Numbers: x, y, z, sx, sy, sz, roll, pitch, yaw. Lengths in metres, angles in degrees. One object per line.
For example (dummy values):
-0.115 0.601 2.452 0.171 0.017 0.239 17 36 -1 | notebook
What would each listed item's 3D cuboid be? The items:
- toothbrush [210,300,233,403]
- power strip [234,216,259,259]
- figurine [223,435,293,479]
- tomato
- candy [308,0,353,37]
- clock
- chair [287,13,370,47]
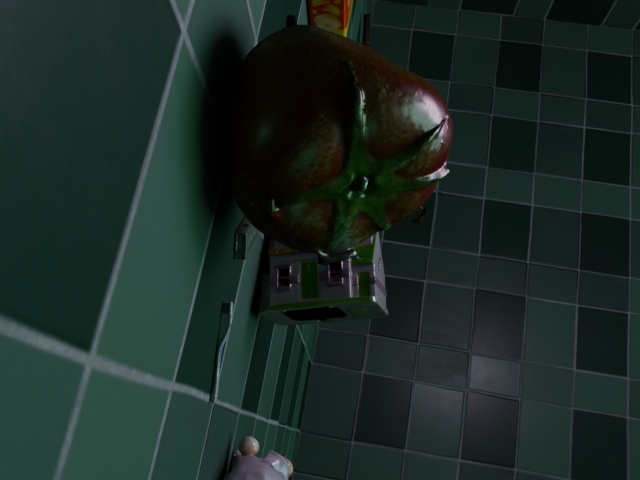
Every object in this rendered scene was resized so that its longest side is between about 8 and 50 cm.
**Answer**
-0.151 0.172 0.930 0.014 0.017 0.162 -11 109 -78 | toothbrush
-0.115 -0.020 0.997 0.136 0.019 0.051 -71 167 -62 | power strip
-0.119 0.472 1.148 0.276 0.133 0.200 63 32 -83 | figurine
0.015 -0.138 0.804 0.304 0.303 0.239 94 -21 -45 | tomato
0.024 -0.557 1.251 0.276 0.088 0.146 80 18 -73 | candy
0.000 0.000 1.219 0.166 0.235 0.310 50 36 -64 | clock
0.022 -0.236 1.128 0.160 0.186 0.319 -78 167 -47 | chair
